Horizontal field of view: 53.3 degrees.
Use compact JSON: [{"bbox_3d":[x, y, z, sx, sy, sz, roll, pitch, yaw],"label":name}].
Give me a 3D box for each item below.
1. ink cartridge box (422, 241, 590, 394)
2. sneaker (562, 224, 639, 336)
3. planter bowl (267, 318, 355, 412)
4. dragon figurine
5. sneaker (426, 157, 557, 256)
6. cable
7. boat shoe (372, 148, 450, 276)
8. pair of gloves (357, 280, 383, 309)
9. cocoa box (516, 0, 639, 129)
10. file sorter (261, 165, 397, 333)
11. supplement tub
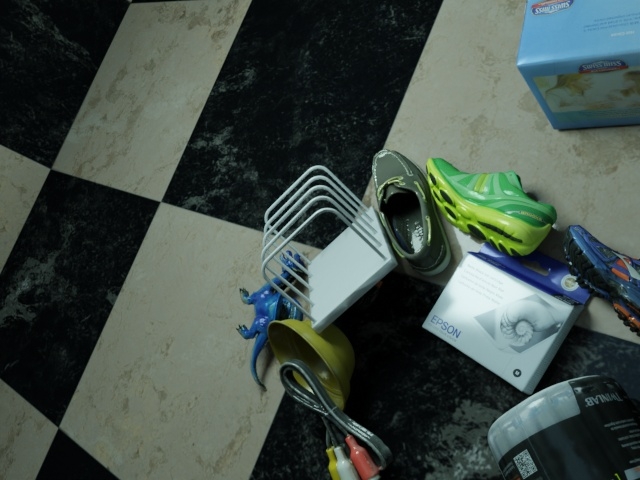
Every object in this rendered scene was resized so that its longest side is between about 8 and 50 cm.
[{"bbox_3d":[0.319,0.110,1.097,0.223,0.045,0.224,31,89,41],"label":"ink cartridge box"},{"bbox_3d":[0.467,0.055,0.994,0.087,0.083,0.221,-30,60,-13],"label":"sneaker"},{"bbox_3d":[0.001,0.219,1.224,0.090,0.217,0.217,-36,43,-27],"label":"planter bowl"},{"bbox_3d":[-0.097,0.159,1.358,0.144,0.085,0.289,-15,60,31],"label":"dragon figurine"},{"bbox_3d":[0.305,-0.074,1.171,0.123,0.109,0.295,-33,44,-14],"label":"sneaker"},{"bbox_3d":[0.021,0.333,1.134,0.287,0.072,0.139,55,133,8],"label":"cable"},{"bbox_3d":[0.166,-0.074,1.263,0.109,0.091,0.305,-32,54,21],"label":"boat shoe"},{"bbox_3d":[0.083,0.099,1.301,0.083,0.010,0.074,28,87,38],"label":"pair of gloves"},{"bbox_3d":[0.528,-0.335,1.020,0.347,0.231,0.228,3,72,37],"label":"cocoa box"},{"bbox_3d":[0.000,0.000,1.222,0.193,0.173,0.277,-43,18,14],"label":"file sorter"},{"bbox_3d":[0.381,0.367,0.830,0.207,0.207,0.338,-35,53,19],"label":"supplement tub"}]
